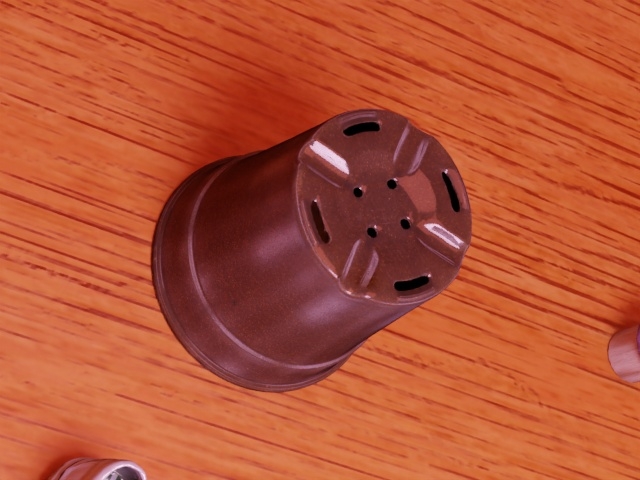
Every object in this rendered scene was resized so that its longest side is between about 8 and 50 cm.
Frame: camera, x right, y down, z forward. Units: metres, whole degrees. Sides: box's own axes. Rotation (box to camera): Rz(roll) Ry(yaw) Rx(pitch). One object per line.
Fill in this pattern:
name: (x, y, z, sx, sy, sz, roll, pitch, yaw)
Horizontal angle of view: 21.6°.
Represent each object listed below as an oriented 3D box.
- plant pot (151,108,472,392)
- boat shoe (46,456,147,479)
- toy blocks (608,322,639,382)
plant pot: (0.000, 0.000, 1.069, 0.167, 0.165, 0.167, 9, 70, -26)
boat shoe: (-0.157, 0.226, 0.960, 0.083, 0.076, 0.226, 21, 65, -23)
toy blocks: (0.415, 0.095, 1.222, 0.309, 0.260, 0.288, -35, 94, -33)
